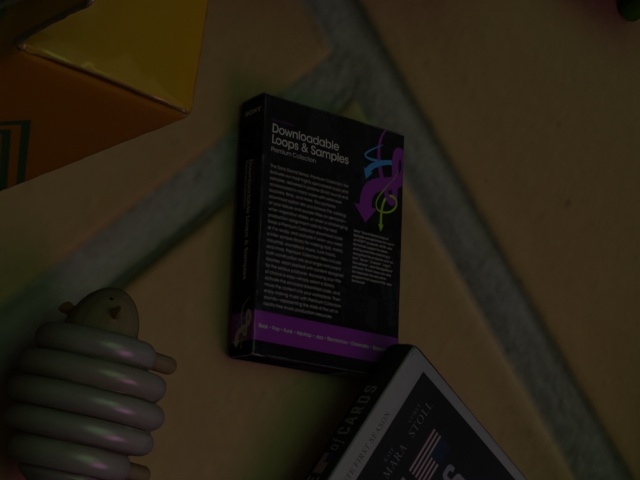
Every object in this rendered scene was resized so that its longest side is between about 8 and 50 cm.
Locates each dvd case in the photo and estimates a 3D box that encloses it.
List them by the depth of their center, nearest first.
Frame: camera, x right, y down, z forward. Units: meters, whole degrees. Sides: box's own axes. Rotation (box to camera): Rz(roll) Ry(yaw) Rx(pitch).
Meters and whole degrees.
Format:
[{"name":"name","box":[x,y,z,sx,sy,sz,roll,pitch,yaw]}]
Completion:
[{"name":"dvd case","box":[0.074,0.208,0.944,0.239,0.029,0.179,50,58,-26]}]

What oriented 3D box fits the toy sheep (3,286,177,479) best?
[{"name":"toy sheep","box":[-0.121,0.088,0.794,0.091,0.091,0.132,18,75,-35]}]

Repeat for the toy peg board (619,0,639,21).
[{"name":"toy peg board","box":[0.221,-0.253,1.165,0.160,0.079,0.161,21,66,-17]}]

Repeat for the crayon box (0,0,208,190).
[{"name":"crayon box","box":[-0.135,-0.133,0.672,0.083,0.323,0.203,20,69,-35]}]

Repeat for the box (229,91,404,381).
[{"name":"box","box":[0.000,0.000,0.946,0.116,0.029,0.162,14,73,-38]}]
